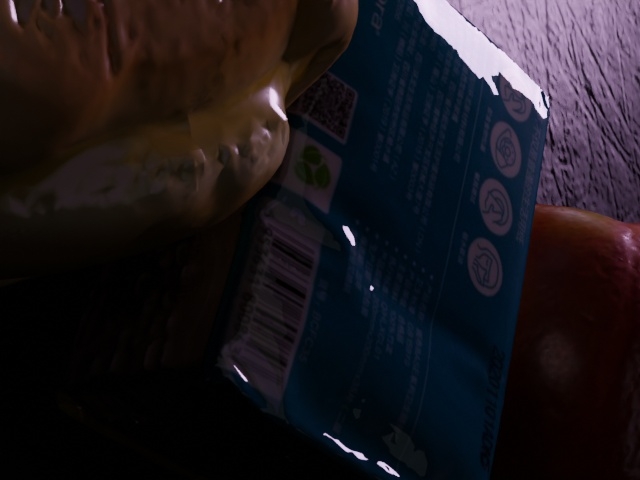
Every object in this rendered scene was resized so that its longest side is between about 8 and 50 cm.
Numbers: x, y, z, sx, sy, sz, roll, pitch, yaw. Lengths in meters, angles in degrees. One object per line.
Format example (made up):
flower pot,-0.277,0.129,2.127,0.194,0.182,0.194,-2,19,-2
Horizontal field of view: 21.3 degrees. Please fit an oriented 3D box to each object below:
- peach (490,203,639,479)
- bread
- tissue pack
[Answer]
peach,0.133,0.121,0.963,0.249,0.245,0.274,18,76,-21
bread,-0.136,-0.111,0.639,0.316,0.211,0.270,-13,100,-46
tissue pack,0.000,0.000,0.839,0.192,0.134,0.271,39,52,-35
